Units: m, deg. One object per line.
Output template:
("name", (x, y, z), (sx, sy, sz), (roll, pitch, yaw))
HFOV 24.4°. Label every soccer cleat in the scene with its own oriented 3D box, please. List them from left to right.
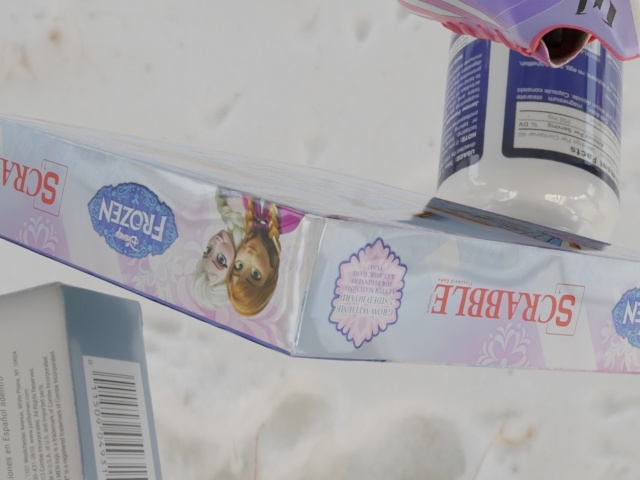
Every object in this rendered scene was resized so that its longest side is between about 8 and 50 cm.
("soccer cleat", (0.102, -0.132, 0.792), (0.083, 0.248, 0.095), (-20, 97, -16))

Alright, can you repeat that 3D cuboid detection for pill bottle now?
("pill bottle", (0.175, -0.070, 1.244), (0.153, 0.153, 0.264), (8, 62, 1))

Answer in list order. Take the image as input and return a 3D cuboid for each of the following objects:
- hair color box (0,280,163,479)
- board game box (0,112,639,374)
("hair color box", (-0.296, 0.161, 0.985), (0.375, 0.113, 0.185), (-13, 77, 18))
("board game box", (0.000, 0.000, 0.823), (0.319, 0.318, 0.065), (18, 98, 46))
